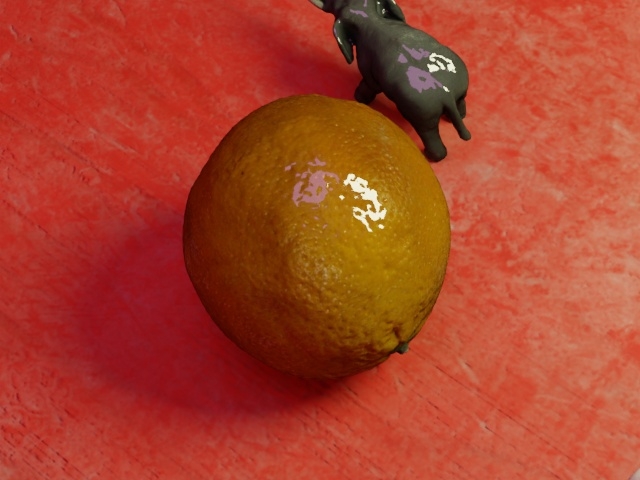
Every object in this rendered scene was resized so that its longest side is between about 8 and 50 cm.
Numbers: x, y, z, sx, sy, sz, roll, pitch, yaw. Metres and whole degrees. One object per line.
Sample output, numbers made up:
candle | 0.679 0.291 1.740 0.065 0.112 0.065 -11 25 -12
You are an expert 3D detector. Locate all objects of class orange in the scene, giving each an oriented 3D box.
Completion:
orange | 0.000 0.000 1.509 0.264 0.264 0.264 -5 57 8

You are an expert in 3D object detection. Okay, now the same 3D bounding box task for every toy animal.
toy animal | 0.064 -0.196 1.685 0.082 0.137 0.269 -39 67 -11

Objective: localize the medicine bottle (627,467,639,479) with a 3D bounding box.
medicine bottle | 0.302 0.226 1.321 0.115 0.219 0.078 -8 57 4
